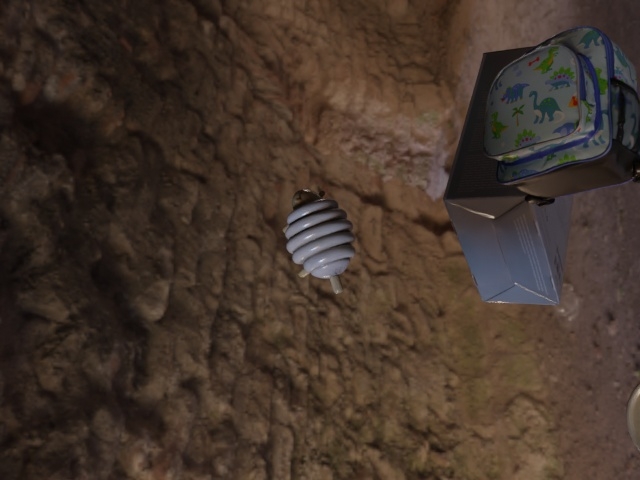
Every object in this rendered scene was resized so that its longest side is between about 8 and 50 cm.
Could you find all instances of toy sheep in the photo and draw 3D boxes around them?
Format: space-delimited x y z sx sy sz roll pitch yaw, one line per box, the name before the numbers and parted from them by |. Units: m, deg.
toy sheep | 0.000 0.000 0.809 0.091 0.091 0.132 82 164 -80

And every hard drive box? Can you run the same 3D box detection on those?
hard drive box | 0.225 -0.073 0.774 0.181 0.089 0.232 60 -139 -42

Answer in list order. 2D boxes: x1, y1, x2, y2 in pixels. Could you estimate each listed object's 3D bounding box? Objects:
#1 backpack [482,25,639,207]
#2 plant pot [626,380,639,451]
backpack | 0.178 -0.098 0.509 0.105 0.084 0.114 -16 58 49
plant pot | 0.557 0.256 0.976 0.256 0.274 0.257 -14 71 46
